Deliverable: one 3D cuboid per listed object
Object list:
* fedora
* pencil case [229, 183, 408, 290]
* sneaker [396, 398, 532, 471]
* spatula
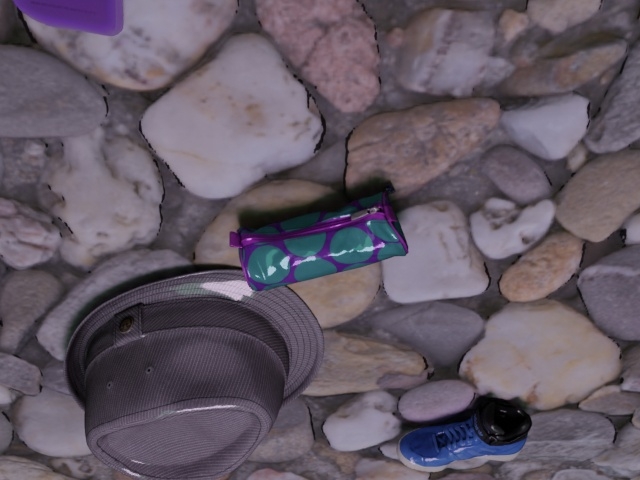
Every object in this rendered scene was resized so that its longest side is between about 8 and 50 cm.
[{"bbox_3d":[-0.131,0.159,0.927,0.275,0.124,0.243,-16,132,11],"label":"fedora"},{"bbox_3d":[0.000,0.000,0.831,0.152,0.064,0.070,-15,147,9],"label":"pencil case"},{"bbox_3d":[0.165,0.217,1.040,0.152,0.058,0.084,0,138,-9],"label":"sneaker"},{"bbox_3d":[-0.169,-0.262,0.605,0.084,0.030,0.296,7,132,-7],"label":"spatula"}]
